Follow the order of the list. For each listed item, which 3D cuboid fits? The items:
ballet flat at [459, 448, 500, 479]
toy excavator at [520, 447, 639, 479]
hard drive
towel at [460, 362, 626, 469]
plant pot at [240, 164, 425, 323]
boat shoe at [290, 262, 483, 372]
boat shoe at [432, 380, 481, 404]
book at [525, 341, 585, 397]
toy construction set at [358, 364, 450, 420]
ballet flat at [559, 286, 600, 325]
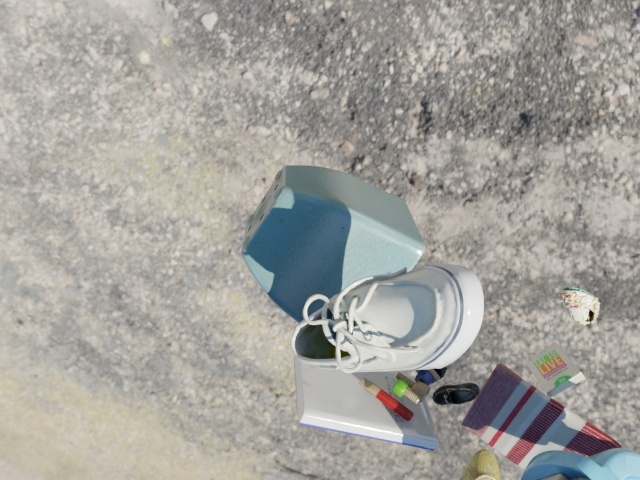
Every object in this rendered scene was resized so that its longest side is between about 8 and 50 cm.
[{"bbox_3d":[0.377,0.690,1.557,0.123,0.349,0.123,27,162,9],"label":"ballet flat"},{"bbox_3d":[0.604,0.506,1.183,0.433,0.445,0.222,45,143,8],"label":"toy excavator"},{"bbox_3d":[0.099,0.362,1.450,0.318,0.210,0.040,15,118,-14],"label":"hard drive"},{"bbox_3d":[0.499,0.440,1.427,0.329,0.037,0.237,34,134,19],"label":"towel"},{"bbox_3d":[0.000,0.000,1.148,0.252,0.247,0.248,31,109,-14],"label":"plant pot"},{"bbox_3d":[0.053,0.113,0.864,0.156,0.136,0.367,4,164,-27],"label":"boat shoe"},{"bbox_3d":[0.300,0.347,1.416,0.125,0.038,0.046,-23,102,38],"label":"boat shoe"},{"bbox_3d":[0.580,0.323,1.575,0.096,0.144,0.035,-33,108,7],"label":"book"},{"bbox_3d":[0.192,0.216,1.455,0.237,0.309,0.257,32,162,21],"label":"toy construction set"},{"bbox_3d":[0.679,0.176,1.643,0.091,0.077,0.241,-1,167,36],"label":"ballet flat"}]
